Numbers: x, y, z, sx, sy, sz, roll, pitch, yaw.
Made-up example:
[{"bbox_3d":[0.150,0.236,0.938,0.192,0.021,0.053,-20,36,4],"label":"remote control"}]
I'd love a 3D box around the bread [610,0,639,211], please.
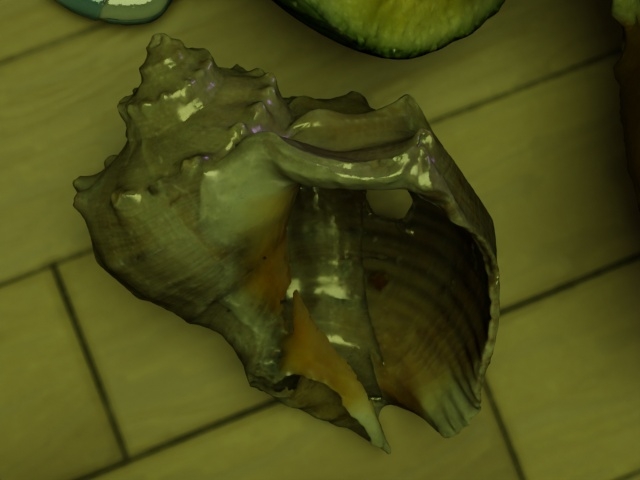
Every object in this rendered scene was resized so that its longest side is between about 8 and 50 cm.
[{"bbox_3d":[0.312,-0.113,1.006,0.239,0.264,0.395,-19,81,23],"label":"bread"}]

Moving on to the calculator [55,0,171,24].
[{"bbox_3d":[-0.123,-0.250,1.116,0.121,0.039,0.210,31,83,-4],"label":"calculator"}]

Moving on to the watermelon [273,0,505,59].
[{"bbox_3d":[0.021,-0.292,1.046,0.189,0.331,0.331,25,81,40],"label":"watermelon"}]

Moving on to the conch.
[{"bbox_3d":[0.003,-0.010,1.028,0.324,0.263,0.186,45,56,-35],"label":"conch"}]
